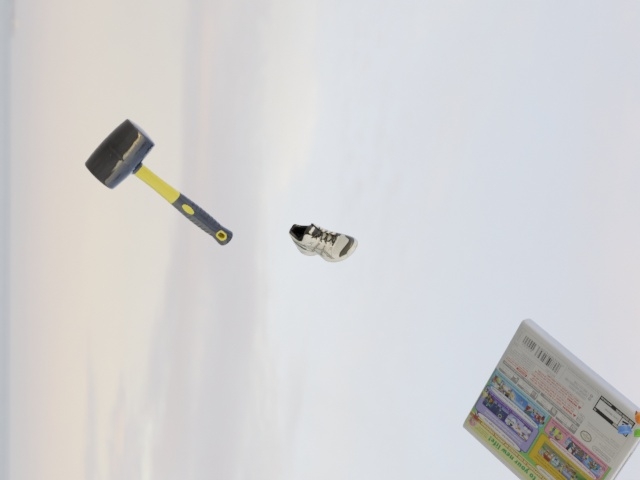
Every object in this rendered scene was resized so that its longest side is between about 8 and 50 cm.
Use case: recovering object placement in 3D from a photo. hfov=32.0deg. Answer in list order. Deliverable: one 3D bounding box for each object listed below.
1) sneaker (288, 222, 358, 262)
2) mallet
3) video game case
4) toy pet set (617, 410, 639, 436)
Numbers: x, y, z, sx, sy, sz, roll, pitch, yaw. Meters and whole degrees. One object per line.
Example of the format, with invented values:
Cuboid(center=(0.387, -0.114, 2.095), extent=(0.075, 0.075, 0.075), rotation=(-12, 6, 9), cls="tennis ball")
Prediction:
Cuboid(center=(0.000, 0.000, 1.169), extent=(0.083, 0.037, 0.032), rotation=(3, -125, 40), cls="sneaker")
Cuboid(center=(-0.138, -0.052, 1.065), extent=(0.062, 0.189, 0.039), rotation=(-52, -134, 7), cls="mallet")
Cuboid(center=(0.306, 0.241, 1.469), extent=(0.212, 0.023, 0.193), rotation=(41, -58, 30), cls="video game case")
Cuboid(center=(0.401, 0.178, 1.212), extent=(0.114, 0.122, 0.065), rotation=(-18, -116, 44), cls="toy pet set")
